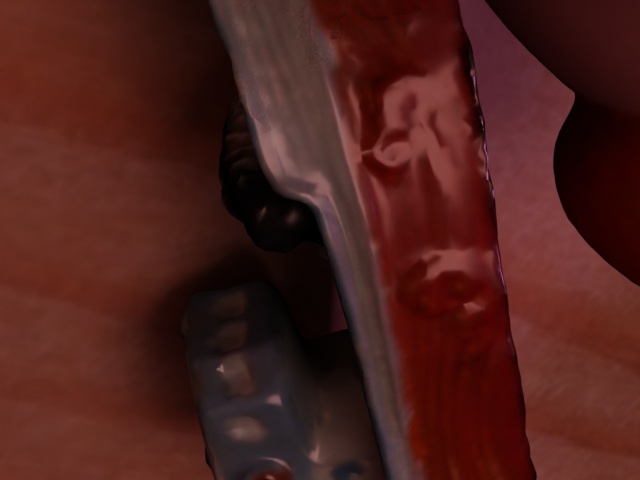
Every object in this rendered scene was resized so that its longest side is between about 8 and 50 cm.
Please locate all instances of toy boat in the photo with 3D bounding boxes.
[{"bbox_3d":[0.000,0.000,0.713,0.133,0.145,0.331,-10,127,2],"label":"toy boat"}]

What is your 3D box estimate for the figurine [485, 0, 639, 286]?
[{"bbox_3d":[0.143,-0.135,0.649,0.211,0.270,0.261,15,69,-24],"label":"figurine"}]
